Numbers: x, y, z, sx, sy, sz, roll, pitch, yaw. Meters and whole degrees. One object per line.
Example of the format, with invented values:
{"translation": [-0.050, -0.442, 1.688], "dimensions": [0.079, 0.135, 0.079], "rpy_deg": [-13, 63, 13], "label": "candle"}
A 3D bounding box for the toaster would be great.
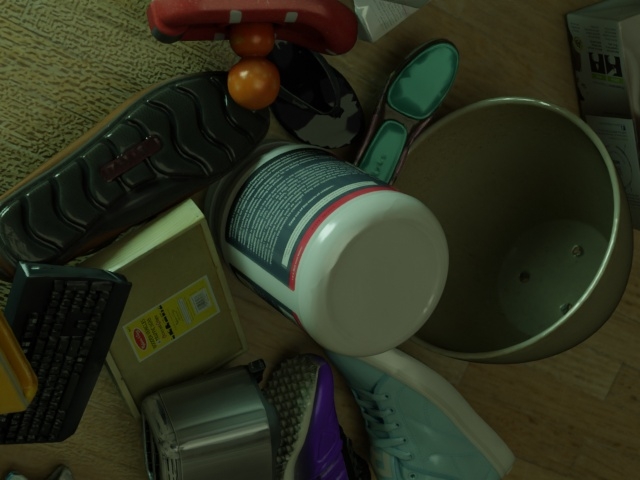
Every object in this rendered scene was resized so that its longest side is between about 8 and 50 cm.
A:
{"translation": [-0.132, 0.249, 1.585], "dimensions": [0.146, 0.129, 0.227], "rpy_deg": [-13, 133, -18], "label": "toaster"}

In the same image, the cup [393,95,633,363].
{"translation": [0.256, 0.019, 1.649], "dimensions": [0.331, 0.331, 0.237], "rpy_deg": [-58, 142, -1], "label": "cup"}

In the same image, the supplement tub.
{"translation": [0.000, 0.000, 1.505], "dimensions": [0.191, 0.272, 0.191], "rpy_deg": [-14, 117, -28], "label": "supplement tub"}

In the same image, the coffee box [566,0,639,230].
{"translation": [0.450, -0.180, 1.767], "dimensions": [0.168, 0.119, 0.297], "rpy_deg": [-21, 111, -20], "label": "coffee box"}

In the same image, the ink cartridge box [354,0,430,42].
{"translation": [0.064, -0.306, 1.568], "dimensions": [0.143, 0.092, 0.090], "rpy_deg": [-37, 116, -12], "label": "ink cartridge box"}

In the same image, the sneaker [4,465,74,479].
{"translation": [-0.374, 0.318, 1.553], "dimensions": [0.191, 0.071, 0.083], "rpy_deg": [-18, 105, -29], "label": "sneaker"}

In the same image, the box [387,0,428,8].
{"translation": [0.046, -0.452, 1.390], "dimensions": [0.215, 0.168, 0.345], "rpy_deg": [7, 68, -27], "label": "box"}

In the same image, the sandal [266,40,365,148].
{"translation": [-0.034, -0.203, 1.571], "dimensions": [0.097, 0.054, 0.254], "rpy_deg": [-44, 117, -8], "label": "sandal"}

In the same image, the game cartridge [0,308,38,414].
{"translation": [-0.485, 0.074, 1.328], "dimensions": [0.324, 0.052, 0.285], "rpy_deg": [-9, 122, 18], "label": "game cartridge"}

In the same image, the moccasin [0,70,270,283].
{"translation": [-0.218, -0.071, 1.478], "dimensions": [0.380, 0.147, 0.139], "rpy_deg": [-41, 101, -24], "label": "moccasin"}

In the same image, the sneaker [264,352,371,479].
{"translation": [0.000, 0.280, 1.701], "dimensions": [0.146, 0.102, 0.293], "rpy_deg": [-1, 108, -31], "label": "sneaker"}

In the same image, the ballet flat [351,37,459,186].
{"translation": [0.096, -0.153, 1.633], "dimensions": [0.077, 0.079, 0.221], "rpy_deg": [27, 93, -12], "label": "ballet flat"}

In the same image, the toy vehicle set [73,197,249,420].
{"translation": [-0.183, 0.086, 1.521], "dimensions": [0.166, 0.035, 0.267], "rpy_deg": [-31, 143, -15], "label": "toy vehicle set"}

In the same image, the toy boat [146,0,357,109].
{"translation": [-0.073, -0.220, 1.450], "dimensions": [0.231, 0.151, 0.151], "rpy_deg": [-3, 90, -12], "label": "toy boat"}

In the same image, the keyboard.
{"translation": [-0.335, 0.132, 1.434], "dimensions": [0.201, 0.033, 0.317], "rpy_deg": [6, 137, -21], "label": "keyboard"}

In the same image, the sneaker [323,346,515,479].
{"translation": [0.112, 0.250, 1.710], "dimensions": [0.366, 0.135, 0.150], "rpy_deg": [43, 74, -27], "label": "sneaker"}
